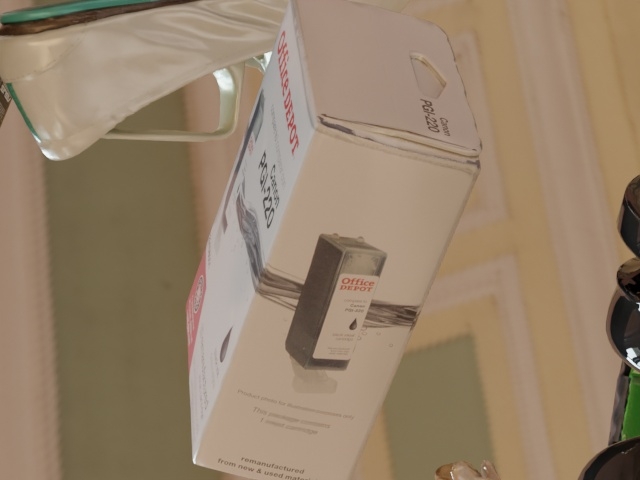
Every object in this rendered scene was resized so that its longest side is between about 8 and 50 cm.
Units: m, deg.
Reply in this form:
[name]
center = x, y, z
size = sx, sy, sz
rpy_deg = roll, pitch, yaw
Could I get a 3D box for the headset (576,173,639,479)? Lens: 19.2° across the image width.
[headset]
center = 0.206, 0.087, 0.816
size = 0.185, 0.394, 0.243
rpy_deg = 10, -93, 2

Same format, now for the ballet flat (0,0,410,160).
[ballet flat]
center = -0.063, -0.150, 1.457
size = 0.400, 0.139, 0.139
rpy_deg = -18, -131, -30

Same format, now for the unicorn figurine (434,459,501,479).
[unicorn figurine]
center = 0.045, 0.117, 0.457
size = 0.060, 0.162, 0.111
rpy_deg = -34, -113, -2

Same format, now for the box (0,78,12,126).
[box]
center = -0.308, -0.100, 1.391
size = 0.077, 0.180, 0.147
rpy_deg = 12, -112, 14

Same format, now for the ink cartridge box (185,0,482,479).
[ink cartridge box]
center = 0.000, 0.000, 1.004
size = 0.158, 0.092, 0.218
rpy_deg = -100, -152, -58
